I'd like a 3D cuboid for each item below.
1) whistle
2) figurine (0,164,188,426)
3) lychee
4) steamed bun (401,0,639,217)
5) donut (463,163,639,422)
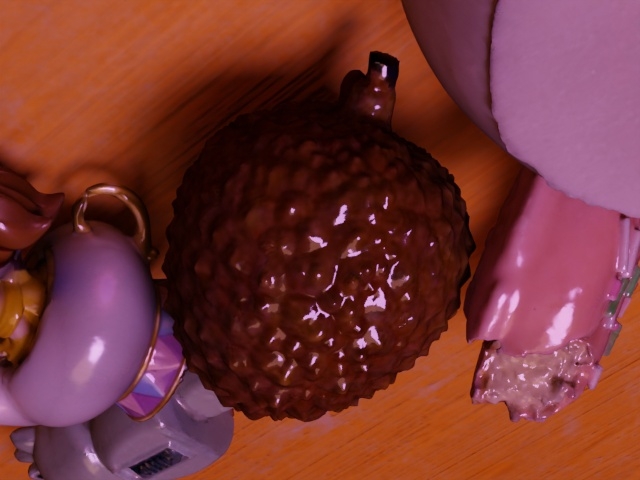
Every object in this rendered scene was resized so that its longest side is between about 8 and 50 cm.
[{"bbox_3d":[-0.125,0.126,0.970,0.253,0.105,0.102,-28,166,28],"label":"whistle"},{"bbox_3d":[-0.212,0.029,0.824,0.263,0.142,0.189,22,97,-29],"label":"figurine"},{"bbox_3d":[0.000,0.000,0.792,0.200,0.200,0.238,15,110,-25],"label":"lychee"},{"bbox_3d":[0.193,-0.167,0.639,0.324,0.206,0.324,-3,140,-3],"label":"steamed bun"},{"bbox_3d":[0.158,0.010,0.833,0.085,0.199,0.233,21,166,16],"label":"donut"}]
